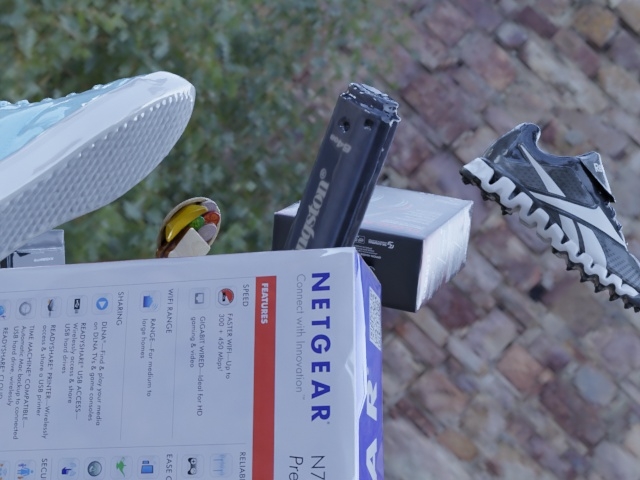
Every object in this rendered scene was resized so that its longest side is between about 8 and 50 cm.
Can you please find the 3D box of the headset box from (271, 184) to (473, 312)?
[{"bbox_3d":[0.073,0.005,1.699,0.218,0.110,0.293,10,17,20],"label":"headset box"}]

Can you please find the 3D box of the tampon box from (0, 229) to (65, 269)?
[{"bbox_3d":[-0.501,0.035,1.904,0.161,0.101,0.120,-1,2,37],"label":"tampon box"}]

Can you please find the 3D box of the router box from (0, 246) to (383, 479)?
[{"bbox_3d":[-0.117,0.181,0.678,0.082,0.301,0.335,52,37,-69],"label":"router box"}]

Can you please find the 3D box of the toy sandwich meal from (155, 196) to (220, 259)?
[{"bbox_3d":[-0.129,-0.003,1.205,0.029,0.085,0.085,37,-3,37],"label":"toy sandwich meal"}]

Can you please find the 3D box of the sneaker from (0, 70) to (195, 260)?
[{"bbox_3d":[-0.282,-0.091,1.118,0.150,0.366,0.135,44,-38,16],"label":"sneaker"}]

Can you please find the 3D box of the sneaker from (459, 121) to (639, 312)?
[{"bbox_3d":[0.254,-0.029,1.167,0.234,0.106,0.078,41,3,10],"label":"sneaker"}]

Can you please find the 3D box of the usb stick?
[{"bbox_3d":[0.000,0.000,1.053,0.045,0.278,0.077,13,16,-28],"label":"usb stick"}]
